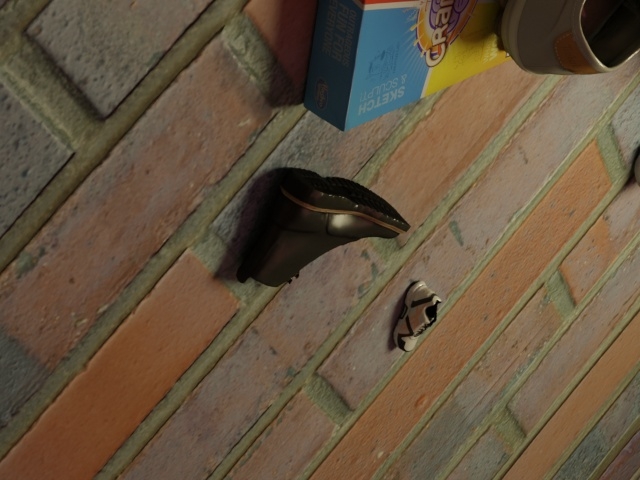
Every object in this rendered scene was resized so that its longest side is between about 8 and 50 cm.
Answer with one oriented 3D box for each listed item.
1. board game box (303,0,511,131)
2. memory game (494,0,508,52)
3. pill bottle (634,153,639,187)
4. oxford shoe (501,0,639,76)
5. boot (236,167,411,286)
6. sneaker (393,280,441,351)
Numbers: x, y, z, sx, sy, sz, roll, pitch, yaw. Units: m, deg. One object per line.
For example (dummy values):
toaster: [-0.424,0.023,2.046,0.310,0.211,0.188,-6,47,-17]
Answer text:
board game box: [0.128,-0.274,1.626,0.317,0.064,0.242,-26,139,-38]
memory game: [0.258,-0.288,1.711,0.186,0.012,0.186,-34,143,-30]
pill bottle: [0.554,-0.123,2.318,0.160,0.087,0.087,-26,139,-38]
oxford shoe: [0.372,-0.352,1.649,0.449,0.130,0.169,-53,132,-4]
boot: [0.000,0.000,1.726,0.198,0.077,0.137,17,111,-44]
sneaker: [0.128,0.107,2.015,0.040,0.044,0.109,-26,140,-41]
